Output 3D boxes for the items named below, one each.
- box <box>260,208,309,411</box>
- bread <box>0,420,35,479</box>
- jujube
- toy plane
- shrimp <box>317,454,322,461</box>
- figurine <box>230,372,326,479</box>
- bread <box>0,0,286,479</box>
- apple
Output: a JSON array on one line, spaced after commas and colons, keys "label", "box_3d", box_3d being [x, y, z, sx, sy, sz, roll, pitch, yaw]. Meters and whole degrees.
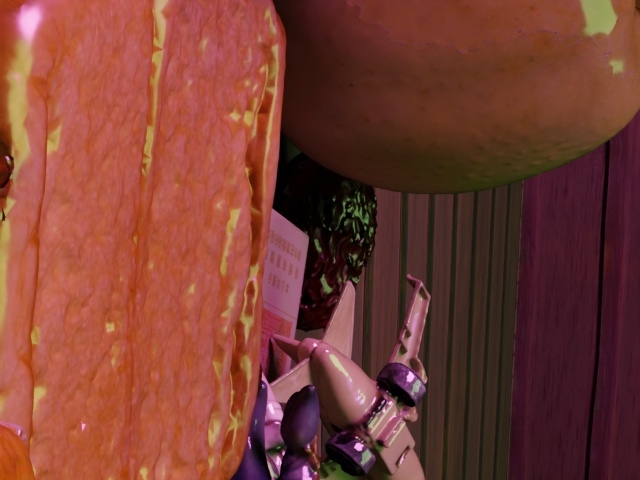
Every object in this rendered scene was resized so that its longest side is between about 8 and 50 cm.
[{"label": "box", "box_3d": [-0.066, 0.076, 1.173, 0.141, 0.058, 0.201, 41, 56, -71]}, {"label": "bread", "box_3d": [-0.170, 0.123, 0.441, 0.288, 0.119, 0.152, 46, 61, -85]}, {"label": "jujube", "box_3d": [0.004, 0.000, 1.332, 0.104, 0.104, 0.165, -48, 145, -65]}, {"label": "toy plane", "box_3d": [0.036, 0.155, 1.203, 0.242, 0.104, 0.256, -53, 129, -24]}, {"label": "shrimp", "box_3d": [-0.002, 0.286, 1.302, 0.172, 0.137, 0.372, 105, -5, -78]}, {"label": "figurine", "box_3d": [-0.051, 0.193, 0.975, 0.197, 0.265, 0.175, -42, 141, -5]}, {"label": "bread", "box_3d": [-0.143, 0.010, 0.730, 0.328, 0.148, 0.337, -27, 123, -67]}, {"label": "apple", "box_3d": [0.110, -0.213, 1.229, 0.357, 0.357, 0.357, 5, 90, -74]}]
